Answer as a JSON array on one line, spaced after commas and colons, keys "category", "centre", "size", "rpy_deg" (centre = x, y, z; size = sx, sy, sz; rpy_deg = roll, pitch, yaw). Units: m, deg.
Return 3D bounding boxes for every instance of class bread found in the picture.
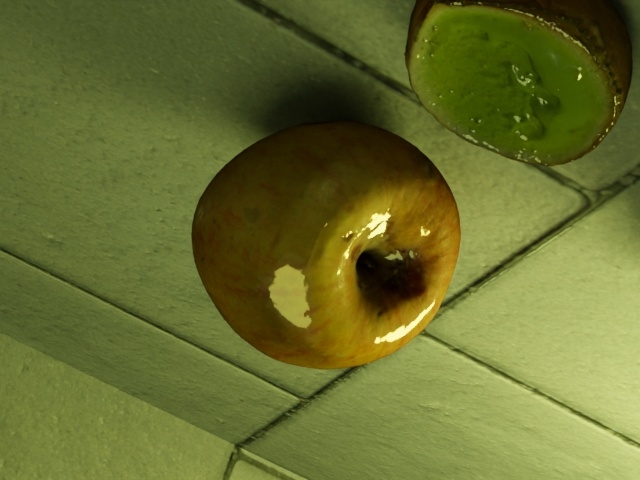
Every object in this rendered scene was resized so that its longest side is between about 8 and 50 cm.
[{"category": "bread", "centre": [0.185, -0.169, 0.968], "size": [0.236, 0.070, 0.236], "rpy_deg": [23, 153, 12]}]

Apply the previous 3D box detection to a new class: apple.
[{"category": "apple", "centre": [0.000, 0.000, 1.182], "size": [0.299, 0.299, 0.275], "rpy_deg": [40, 175, -28]}]
